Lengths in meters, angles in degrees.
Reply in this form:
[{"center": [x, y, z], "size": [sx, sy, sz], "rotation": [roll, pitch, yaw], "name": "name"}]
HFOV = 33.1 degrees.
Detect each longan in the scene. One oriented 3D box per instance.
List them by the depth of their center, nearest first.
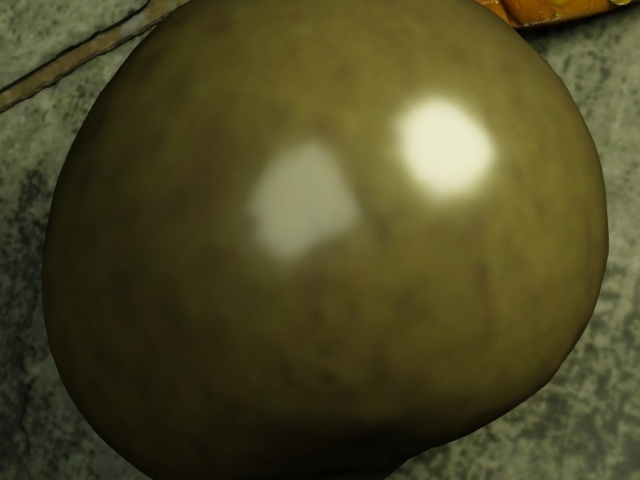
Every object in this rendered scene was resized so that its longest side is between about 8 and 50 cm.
[{"center": [0.000, 0.000, 0.604], "size": [0.319, 0.319, 0.318], "rotation": [-3, 75, 13], "name": "longan"}]

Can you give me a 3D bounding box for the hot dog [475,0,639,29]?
[{"center": [0.124, -0.198, 0.746], "size": [0.269, 0.072, 0.115], "rotation": [-6, 82, 12], "name": "hot dog"}]
